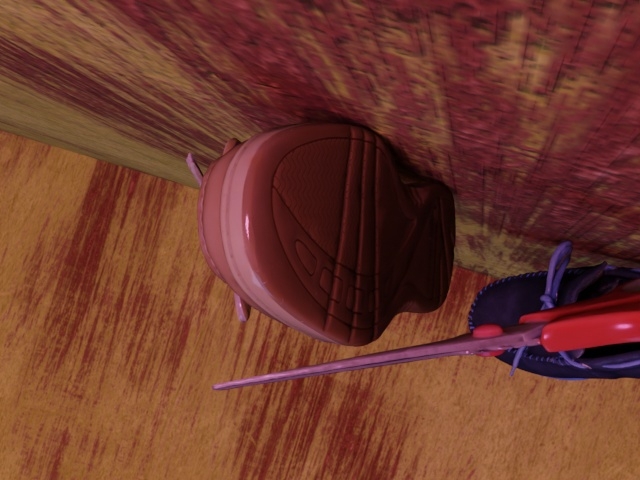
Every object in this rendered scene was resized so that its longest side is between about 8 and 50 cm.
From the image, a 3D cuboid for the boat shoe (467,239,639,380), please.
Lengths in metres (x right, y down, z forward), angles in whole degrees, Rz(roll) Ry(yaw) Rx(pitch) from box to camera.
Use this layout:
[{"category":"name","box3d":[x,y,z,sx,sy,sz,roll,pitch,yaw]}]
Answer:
[{"category":"boat shoe","box3d":[0.204,0.045,0.696,0.089,0.109,0.258,26,157,-37]}]

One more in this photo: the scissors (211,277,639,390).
[{"category":"scissors","box3d":[0.102,0.045,0.468,0.297,0.021,0.109,-9,-173,-19]}]

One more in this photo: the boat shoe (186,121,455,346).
[{"category":"boat shoe","box3d":[0.000,0.000,0.521,0.089,0.105,0.285,5,175,22]}]
